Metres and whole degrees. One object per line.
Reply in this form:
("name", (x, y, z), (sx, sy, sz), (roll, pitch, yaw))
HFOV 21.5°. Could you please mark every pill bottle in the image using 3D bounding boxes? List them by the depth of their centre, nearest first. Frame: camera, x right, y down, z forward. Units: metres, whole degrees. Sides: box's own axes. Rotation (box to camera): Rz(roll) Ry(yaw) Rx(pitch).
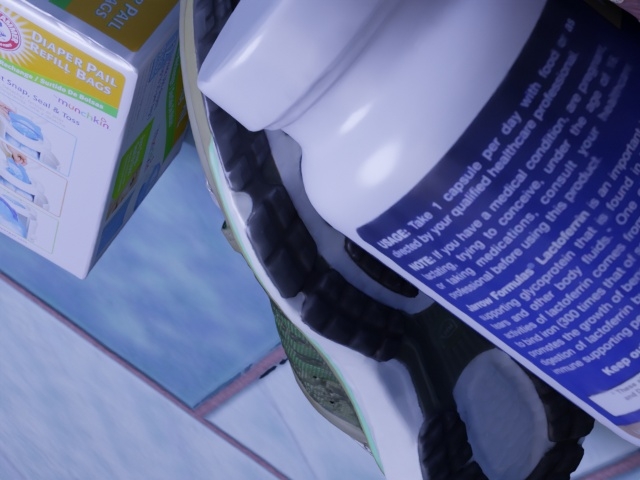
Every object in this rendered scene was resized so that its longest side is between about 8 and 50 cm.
("pill bottle", (0.088, -0.038, 0.725), (0.264, 0.153, 0.153), (36, 147, -15))

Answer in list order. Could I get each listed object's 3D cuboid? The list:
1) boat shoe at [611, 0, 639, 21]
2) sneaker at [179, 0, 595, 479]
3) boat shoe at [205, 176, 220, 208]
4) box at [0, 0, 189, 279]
("boat shoe", (0.096, -0.154, 0.625), (0.342, 0.123, 0.123), (31, 162, -26))
("sneaker", (0.000, 0.000, 0.907), (0.182, 0.158, 0.410), (22, 145, 46))
("boat shoe", (-0.054, -0.041, 0.973), (0.035, 0.035, 0.100), (26, 146, 7))
("box", (-0.127, -0.091, 0.892), (0.103, 0.114, 0.203), (30, 147, 3))
